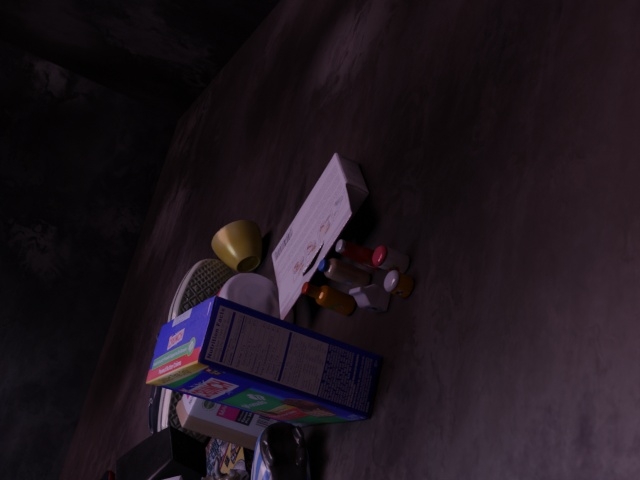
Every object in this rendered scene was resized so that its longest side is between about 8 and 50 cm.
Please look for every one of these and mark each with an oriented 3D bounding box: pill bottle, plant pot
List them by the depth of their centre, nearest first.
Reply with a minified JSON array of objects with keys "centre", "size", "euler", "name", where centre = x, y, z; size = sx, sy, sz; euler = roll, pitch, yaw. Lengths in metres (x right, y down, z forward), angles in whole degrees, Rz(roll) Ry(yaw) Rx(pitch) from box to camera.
[{"centre":[-0.208,0.229,1.850],"size":[0.318,0.176,0.176],"euler":[-49,28,38],"name":"pill bottle"},{"centre":[-0.338,0.538,1.868],"size":[0.167,0.187,0.188],"euler":[-49,25,9],"name":"plant pot"},{"centre":[-0.203,0.026,2.133],"size":[0.134,0.134,0.095],"euler":[-53,50,31],"name":"plant pot"}]

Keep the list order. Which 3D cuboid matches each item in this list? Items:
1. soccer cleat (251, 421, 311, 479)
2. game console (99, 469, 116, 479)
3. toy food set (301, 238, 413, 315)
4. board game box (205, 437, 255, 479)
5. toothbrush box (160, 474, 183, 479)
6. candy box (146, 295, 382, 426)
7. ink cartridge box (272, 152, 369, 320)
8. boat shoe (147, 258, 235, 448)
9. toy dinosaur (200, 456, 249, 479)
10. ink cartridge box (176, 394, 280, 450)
[{"centre":[-0.061,0.469,1.391],"size":[0.331,0.115,0.143],"euler":[-93,13,-47],"name":"soccer cleat"},{"centre":[-0.544,0.748,1.809],"size":[0.387,0.060,0.342],"euler":[-60,24,12],"name":"game console"},{"centre":[0.065,0.061,1.469],"size":[0.232,0.104,0.111],"euler":[-21,50,62],"name":"toy food set"},{"centre":[-0.185,0.471,1.739],"size":[0.165,0.042,0.243],"euler":[-58,23,22],"name":"board game box"},{"centre":[-0.303,0.622,1.552],"size":[0.122,0.206,0.283],"euler":[-15,23,8],"name":"toothbrush box"},{"centre":[-0.102,0.220,1.416],"size":[0.268,0.317,0.122],"euler":[-29,43,58],"name":"candy box"},{"centre":[0.000,0.000,1.737],"size":[0.296,0.066,0.261],"euler":[-57,24,25],"name":"ink cartridge box"},{"centre":[-0.330,0.284,2.083],"size":[0.156,0.186,0.501],"euler":[-22,53,53],"name":"boat shoe"},{"centre":[-0.195,0.550,1.524],"size":[0.314,0.160,0.121],"euler":[-66,21,1],"name":"toy dinosaur"},{"centre":[-0.150,0.281,1.639],"size":[0.235,0.193,0.088],"euler":[-65,21,7],"name":"ink cartridge box"}]
